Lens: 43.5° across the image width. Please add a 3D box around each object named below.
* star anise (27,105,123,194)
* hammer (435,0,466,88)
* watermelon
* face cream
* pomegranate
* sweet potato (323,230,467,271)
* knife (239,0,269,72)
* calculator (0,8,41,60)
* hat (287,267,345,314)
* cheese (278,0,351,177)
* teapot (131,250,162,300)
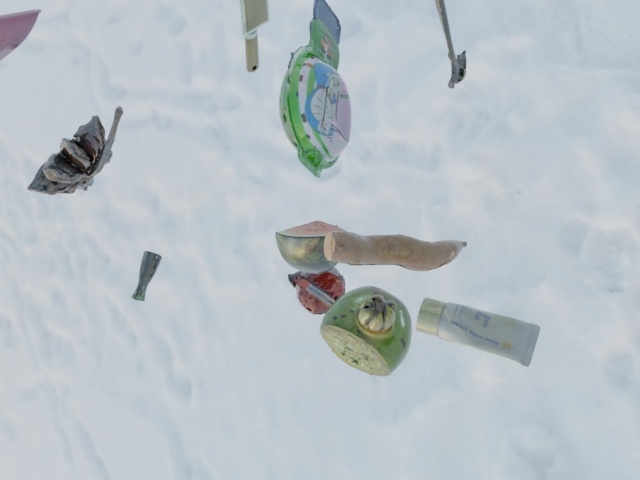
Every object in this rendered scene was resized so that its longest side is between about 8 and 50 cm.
[{"bbox_3d":[-0.466,-0.161,1.575,0.089,0.209,0.231,47,131,-5],"label":"star anise"},{"bbox_3d":[0.272,-0.488,1.764,0.027,0.125,0.297,-4,122,29],"label":"hammer"},{"bbox_3d":[0.000,0.000,1.417,0.135,0.125,0.094,-15,42,25],"label":"watermelon"},{"bbox_3d":[0.301,0.168,1.538,0.224,0.114,0.070,14,132,19],"label":"face cream"},{"bbox_3d":[0.103,0.166,1.708,0.189,0.241,0.159,18,61,35],"label":"pomegranate"},{"bbox_3d":[0.138,0.020,1.342,0.067,0.281,0.059,-169,84,-67],"label":"sweet potato"},{"bbox_3d":[-0.128,-0.424,1.559,0.027,0.061,0.343,55,169,12],"label":"knife"},{"bbox_3d":[-0.508,-0.284,1.205,0.190,0.126,0.034,-28,99,34],"label":"calculator"},{"bbox_3d":[-0.022,0.094,2.001,0.227,0.140,0.129,-124,50,-68],"label":"hat"},{"bbox_3d":[-0.001,-0.259,1.331,0.083,0.204,0.321,-5,65,28],"label":"cheese"},{"bbox_3d":[-0.381,0.080,1.742,0.042,0.042,0.111,-5,64,55],"label":"teapot"}]
